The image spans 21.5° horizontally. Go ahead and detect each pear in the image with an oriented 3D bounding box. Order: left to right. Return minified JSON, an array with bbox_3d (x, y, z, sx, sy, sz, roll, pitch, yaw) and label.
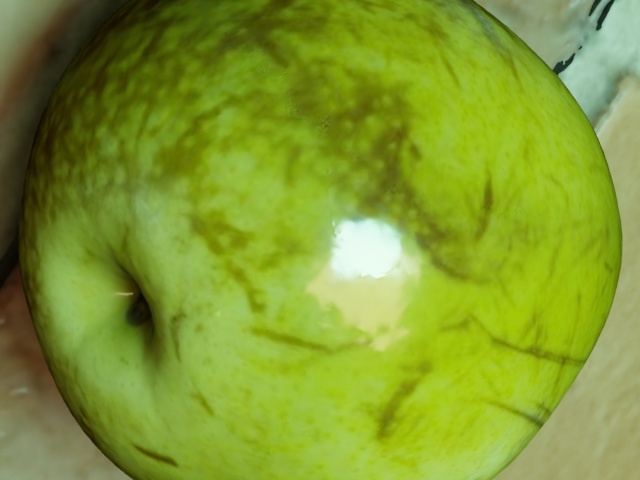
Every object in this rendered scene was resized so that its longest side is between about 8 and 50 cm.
[{"bbox_3d":[0.000,0.000,0.777,0.280,0.280,0.281,-11,116,-24],"label":"pear"}]
